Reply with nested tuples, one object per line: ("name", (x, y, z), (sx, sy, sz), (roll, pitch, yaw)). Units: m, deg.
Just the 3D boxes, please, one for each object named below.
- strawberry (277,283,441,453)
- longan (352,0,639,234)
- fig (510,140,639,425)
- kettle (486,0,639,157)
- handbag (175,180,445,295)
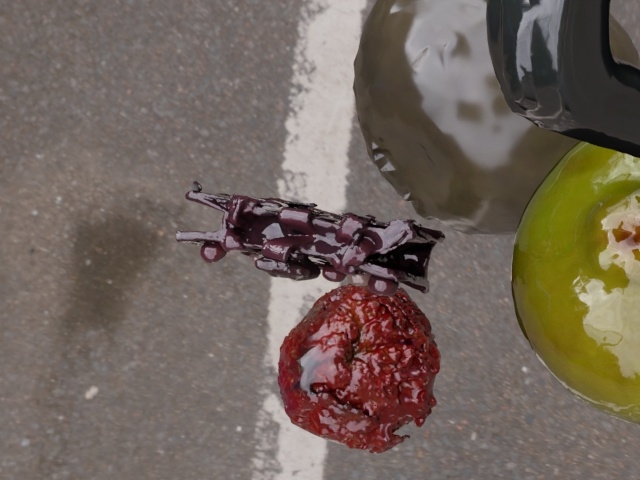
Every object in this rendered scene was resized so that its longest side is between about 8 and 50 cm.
("strawberry", (0.049, 0.184, 1.446), (0.274, 0.220, 0.274), (-9, 62, 18))
("longan", (0.251, -0.204, 1.419), (0.436, 0.404, 0.404), (23, 85, -4))
("fig", (0.232, 0.015, 0.623), (0.207, 0.230, 0.207), (4, 99, 27))
("kettle", (0.192, -0.181, 0.414), (0.203, 0.308, 0.262), (56, 128, 34))
("handbag", (0.000, 0.003, 0.862), (0.203, 0.216, 0.074), (10, 91, 15))
